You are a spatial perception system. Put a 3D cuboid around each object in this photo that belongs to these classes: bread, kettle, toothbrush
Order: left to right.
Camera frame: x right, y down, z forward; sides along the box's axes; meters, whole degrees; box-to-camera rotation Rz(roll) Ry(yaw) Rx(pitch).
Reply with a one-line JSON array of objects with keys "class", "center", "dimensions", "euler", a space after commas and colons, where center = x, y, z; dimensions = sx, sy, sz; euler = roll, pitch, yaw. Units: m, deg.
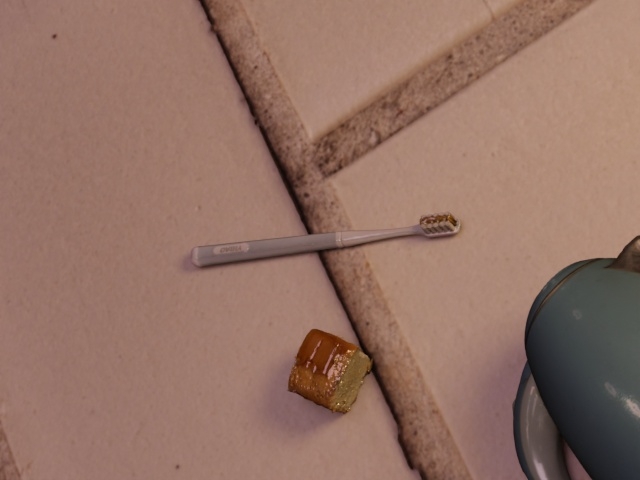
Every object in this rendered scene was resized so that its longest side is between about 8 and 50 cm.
[{"class": "toothbrush", "center": [0.001, 0.001, 2.093], "dimensions": [0.342, 0.030, 0.025], "euler": [-8, 66, 25]}, {"class": "bread", "center": [0.008, 0.147, 2.017], "dimensions": [0.070, 0.076, 0.083], "euler": [20, 84, 25]}, {"class": "kettle", "center": [0.326, 0.182, 1.791], "dimensions": [0.342, 0.247, 0.319], "euler": [43, 120, 37]}]
